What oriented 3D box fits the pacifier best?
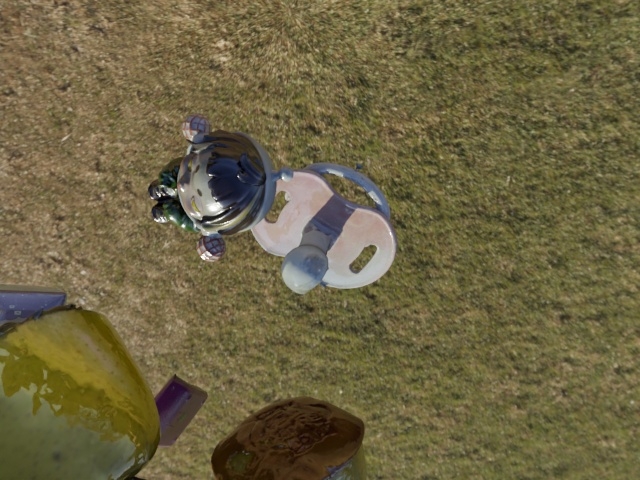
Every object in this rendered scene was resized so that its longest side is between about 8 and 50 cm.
[{"bbox_3d":[-0.002,-0.005,0.981,0.332,0.220,0.273,31,71,-8],"label":"pacifier"}]

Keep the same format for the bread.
[{"bbox_3d":[-0.049,0.380,0.824,0.270,0.270,0.148,-12,102,2],"label":"bread"}]

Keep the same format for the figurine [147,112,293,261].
[{"bbox_3d":[-0.218,-0.100,0.921,0.370,0.167,0.281,-7,90,44],"label":"figurine"}]

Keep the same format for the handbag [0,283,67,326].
[{"bbox_3d":[-0.435,0.148,0.668,0.117,0.095,0.173,9,89,-32],"label":"handbag"}]

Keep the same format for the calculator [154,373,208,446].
[{"bbox_3d":[-0.267,0.314,0.851,0.034,0.190,0.126,29,70,19],"label":"calculator"}]

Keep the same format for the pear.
[{"bbox_3d":[-0.244,0.211,0.426,0.178,0.267,0.267,34,113,17],"label":"pear"}]
